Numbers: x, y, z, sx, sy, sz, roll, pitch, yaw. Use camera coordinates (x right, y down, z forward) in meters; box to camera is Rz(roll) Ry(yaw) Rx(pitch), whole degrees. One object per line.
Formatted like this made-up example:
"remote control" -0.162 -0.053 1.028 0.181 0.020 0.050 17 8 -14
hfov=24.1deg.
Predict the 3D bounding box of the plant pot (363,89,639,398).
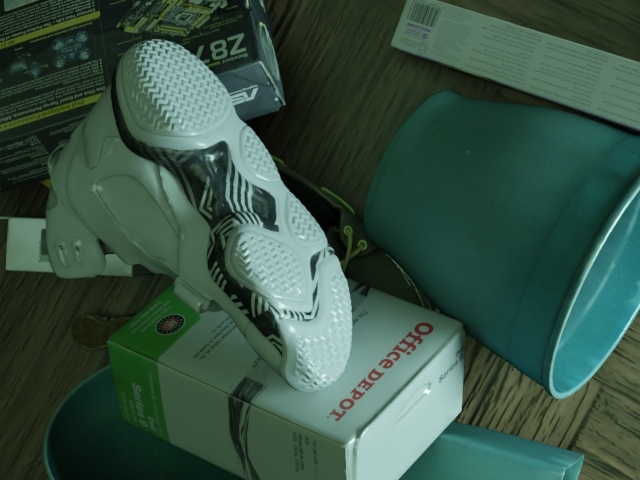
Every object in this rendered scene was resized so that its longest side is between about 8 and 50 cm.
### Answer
"plant pot" 0.194 -0.019 1.507 0.255 0.272 0.271 29 94 24

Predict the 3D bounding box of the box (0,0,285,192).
"box" -0.254 -0.232 1.590 0.395 0.097 0.318 -17 56 8

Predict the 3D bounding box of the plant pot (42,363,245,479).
"plant pot" -0.131 0.273 1.562 0.290 0.290 0.195 5 125 10

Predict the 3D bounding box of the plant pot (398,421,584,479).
"plant pot" 0.129 0.270 1.554 0.234 0.166 0.165 17 92 16

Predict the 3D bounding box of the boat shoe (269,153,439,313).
"boat shoe" -0.003 0.004 1.605 0.305 0.091 0.109 38 92 3

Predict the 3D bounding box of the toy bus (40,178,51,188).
"toy bus" -0.230 -0.126 1.645 0.191 0.104 0.202 -18 87 9

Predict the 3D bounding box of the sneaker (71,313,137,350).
"sneaker" -0.220 0.099 1.678 0.118 0.067 0.042 -3 91 40

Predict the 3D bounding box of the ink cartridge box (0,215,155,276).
"ink cartridge box" -0.277 0.006 1.652 0.180 0.104 0.060 3 91 10

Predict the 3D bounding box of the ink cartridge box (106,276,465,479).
"ink cartridge box" -0.030 0.132 1.481 0.289 0.211 0.121 21 133 29

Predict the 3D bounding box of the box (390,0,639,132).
"box" 0.222 -0.179 1.529 0.324 0.063 0.067 23 96 33

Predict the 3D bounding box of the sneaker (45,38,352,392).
"sneaker" -0.126 0.009 1.423 0.210 0.137 0.365 -37 79 33
